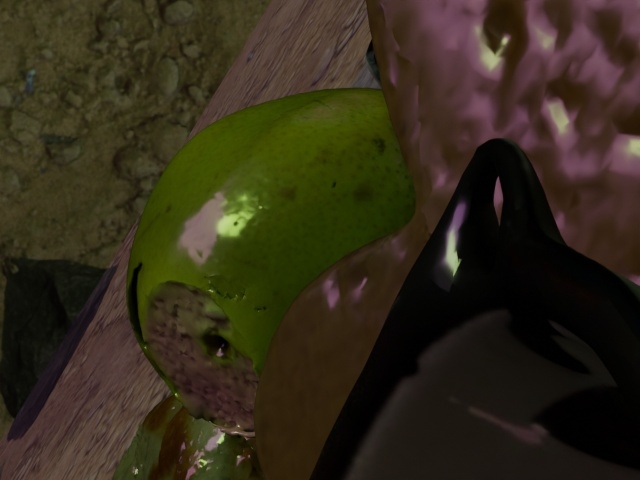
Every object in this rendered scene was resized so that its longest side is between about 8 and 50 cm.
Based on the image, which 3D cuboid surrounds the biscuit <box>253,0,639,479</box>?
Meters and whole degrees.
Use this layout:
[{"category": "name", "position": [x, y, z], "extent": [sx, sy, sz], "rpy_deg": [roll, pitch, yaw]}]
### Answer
[{"category": "biscuit", "position": [0.107, -0.083, 0.544], "extent": [0.368, 0.076, 0.394], "rpy_deg": [-27, 64, 44]}]

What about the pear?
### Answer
[{"category": "pear", "position": [0.000, 0.000, 1.007], "extent": [0.220, 0.187, 0.187], "rpy_deg": [-42, 1, -30]}]

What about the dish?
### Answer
[{"category": "dish", "position": [0.068, 0.141, 0.390], "extent": [0.303, 0.120, 0.303], "rpy_deg": [-167, 90, -74]}]

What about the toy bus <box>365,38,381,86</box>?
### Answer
[{"category": "toy bus", "position": [0.145, -0.152, 0.749], "extent": [0.175, 0.138, 0.287], "rpy_deg": [-22, 35, 43]}]

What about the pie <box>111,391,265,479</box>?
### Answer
[{"category": "pie", "position": [-0.083, 0.164, 1.133], "extent": [0.248, 0.090, 0.201], "rpy_deg": [-58, 14, 24]}]
